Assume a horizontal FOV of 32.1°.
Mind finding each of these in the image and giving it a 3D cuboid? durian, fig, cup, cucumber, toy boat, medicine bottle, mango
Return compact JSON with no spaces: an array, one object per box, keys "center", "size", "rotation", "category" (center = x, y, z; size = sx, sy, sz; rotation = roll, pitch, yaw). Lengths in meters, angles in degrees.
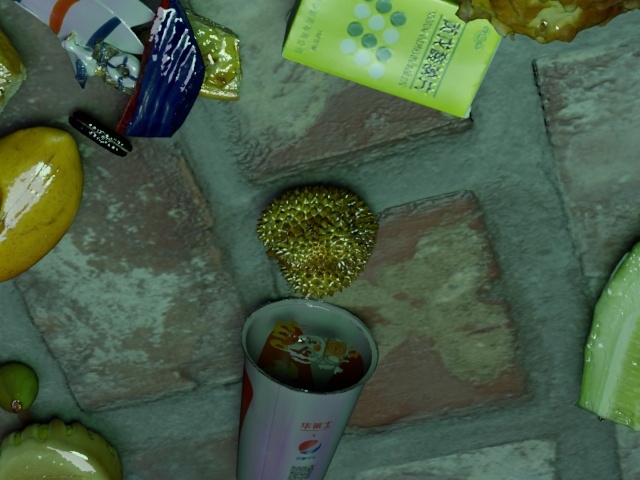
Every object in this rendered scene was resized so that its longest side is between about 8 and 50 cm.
[{"center":[0.000,0.000,1.516],"size":[0.168,0.137,0.158],"rotation":[-14,138,-4],"category":"durian"},{"center":[-0.463,0.228,1.691],"size":[0.074,0.088,0.074],"rotation":[-11,124,-17],"category":"fig"},{"center":[-0.041,0.253,1.636],"size":[0.203,0.203,0.288],"rotation":[11,126,-3],"category":"cup"},{"center":[0.461,0.116,1.571],"size":[0.145,0.105,0.325],"rotation":[18,123,24],"category":"cucumber"},{"center":[-0.264,-0.270,1.387],"size":[0.219,0.072,0.318],"rotation":[-28,105,38],"category":"toy boat"},{"center":[0.089,-0.265,1.351],"size":[0.250,0.141,0.137],"rotation":[18,117,-7],"category":"medicine bottle"},{"center":[-0.411,-0.053,1.508],"size":[0.154,0.126,0.252],"rotation":[38,108,-5],"category":"mango"}]

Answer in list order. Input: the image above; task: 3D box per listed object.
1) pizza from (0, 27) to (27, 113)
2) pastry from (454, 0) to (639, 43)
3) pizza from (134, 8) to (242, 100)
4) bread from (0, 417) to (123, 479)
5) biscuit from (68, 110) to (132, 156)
[{"center":[-0.511,-0.191,1.457],"size":[0.189,0.071,0.297],"rotation":[44,112,-7],"category":"pizza"},{"center":[0.296,-0.395,1.142],"size":[0.405,0.337,0.292],"rotation":[-25,76,5],"category":"pastry"},{"center":[-0.165,-0.239,1.437],"size":[0.160,0.035,0.099],"rotation":[26,117,-12],"category":"pizza"},{"center":[-0.416,0.364,1.755],"size":[0.213,0.104,0.213],"rotation":[3,119,6],"category":"bread"},{"center":[-0.294,-0.142,1.490],"size":[0.089,0.087,0.027],"rotation":[32,89,26],"category":"biscuit"}]
